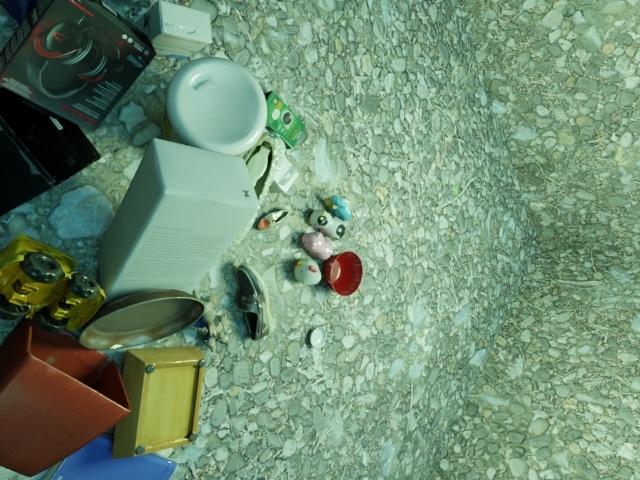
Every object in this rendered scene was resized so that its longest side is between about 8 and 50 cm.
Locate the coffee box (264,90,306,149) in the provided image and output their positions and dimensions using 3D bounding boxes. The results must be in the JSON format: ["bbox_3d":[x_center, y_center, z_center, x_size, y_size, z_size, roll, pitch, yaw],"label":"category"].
[{"bbox_3d":[-0.143,-0.424,1.468,0.184,0.041,0.113,38,69,-36],"label":"coffee box"}]

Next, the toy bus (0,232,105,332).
[{"bbox_3d":[-0.641,0.084,0.965,0.149,0.211,0.220,-46,134,5],"label":"toy bus"}]

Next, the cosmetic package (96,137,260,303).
[{"bbox_3d":[-0.373,-0.020,1.027,0.230,0.453,0.161,6,52,-42],"label":"cosmetic package"}]

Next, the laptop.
[{"bbox_3d":[-0.726,-0.227,0.989,0.234,0.137,0.264,62,31,-27],"label":"laptop"}]

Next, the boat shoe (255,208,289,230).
[{"bbox_3d":[-0.171,-0.075,1.469,0.137,0.043,0.049,-33,116,-34],"label":"boat shoe"}]

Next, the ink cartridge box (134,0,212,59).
[{"bbox_3d":[-0.404,-0.566,1.127,0.140,0.191,0.082,-8,98,-41],"label":"ink cartridge box"}]

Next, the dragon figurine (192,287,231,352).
[{"bbox_3d":[-0.364,0.226,1.290,0.085,0.144,0.289,-34,97,-36],"label":"dragon figurine"}]

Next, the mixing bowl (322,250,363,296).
[{"bbox_3d":[0.075,0.128,1.665,0.182,0.098,0.181,-5,97,-42],"label":"mixing bowl"}]

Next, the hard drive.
[{"bbox_3d":[-0.591,0.677,1.157,0.318,0.040,0.210,45,65,-34],"label":"hard drive"}]

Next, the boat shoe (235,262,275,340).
[{"bbox_3d":[-0.232,0.214,1.400,0.092,0.103,0.285,-34,120,-40],"label":"boat shoe"}]

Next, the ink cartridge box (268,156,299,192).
[{"bbox_3d":[-0.153,-0.224,1.406,0.090,0.143,0.092,48,63,-33],"label":"ink cartridge box"}]

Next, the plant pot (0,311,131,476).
[{"bbox_3d":[-0.647,0.363,0.954,0.235,0.267,0.267,-49,123,-15],"label":"plant pot"}]

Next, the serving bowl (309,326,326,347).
[{"bbox_3d":[-0.014,0.385,1.652,0.083,0.027,0.083,-5,97,-41],"label":"serving bowl"}]

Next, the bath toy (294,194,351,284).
[{"bbox_3d":[0.000,0.000,1.571,0.152,0.129,0.348,27,72,-4],"label":"bath toy"}]

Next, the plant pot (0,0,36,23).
[{"bbox_3d":[-0.644,-0.655,0.891,0.212,0.236,0.235,46,63,-26],"label":"plant pot"}]

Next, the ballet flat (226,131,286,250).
[{"bbox_3d":[-0.238,-0.151,1.266,0.147,0.147,0.408,20,100,-41],"label":"ballet flat"}]

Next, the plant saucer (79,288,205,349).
[{"bbox_3d":[-0.469,0.206,1.102,0.311,0.310,0.050,-2,58,-41],"label":"plant saucer"}]

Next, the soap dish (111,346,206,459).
[{"bbox_3d":[-0.453,0.459,1.189,0.229,0.118,0.290,13,79,-46],"label":"soap dish"}]

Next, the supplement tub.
[{"bbox_3d":[-0.296,-0.315,1.116,0.241,0.331,0.240,0,89,-22],"label":"supplement tub"}]

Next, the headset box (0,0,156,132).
[{"bbox_3d":[-0.566,-0.408,0.949,0.293,0.110,0.218,-42,145,14],"label":"headset box"}]
